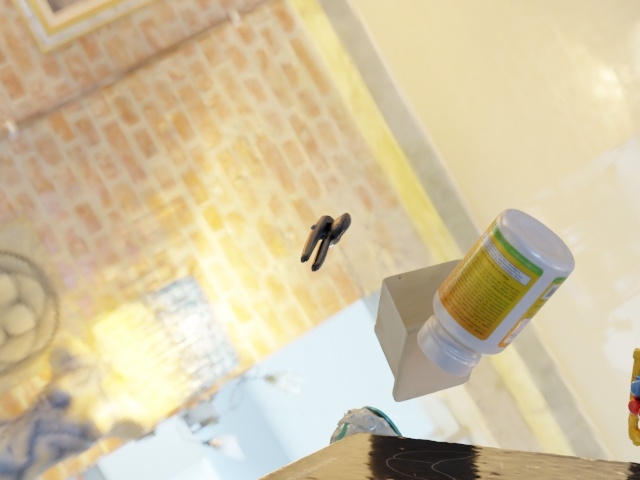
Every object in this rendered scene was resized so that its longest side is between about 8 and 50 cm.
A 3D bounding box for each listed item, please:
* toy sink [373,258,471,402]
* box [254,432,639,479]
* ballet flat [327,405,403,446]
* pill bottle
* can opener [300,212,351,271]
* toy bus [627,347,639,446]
[{"bbox_3d":[0.187,0.158,2.104,0.234,0.153,0.131,93,-21,-52],"label":"toy sink"},{"bbox_3d":[0.173,0.416,1.358,0.480,0.471,0.297,0,95,-69],"label":"box"},{"bbox_3d":[0.134,0.438,1.870,0.409,0.147,0.147,52,-15,-18],"label":"ballet flat"},{"bbox_3d":[0.255,0.084,1.783,0.136,0.136,0.246,50,-62,28],"label":"pill bottle"},{"bbox_3d":[0.000,0.000,2.160,0.059,0.186,0.073,36,-57,1],"label":"can opener"},{"bbox_3d":[0.541,0.264,1.825,0.149,0.211,0.220,13,-74,44],"label":"toy bus"}]
